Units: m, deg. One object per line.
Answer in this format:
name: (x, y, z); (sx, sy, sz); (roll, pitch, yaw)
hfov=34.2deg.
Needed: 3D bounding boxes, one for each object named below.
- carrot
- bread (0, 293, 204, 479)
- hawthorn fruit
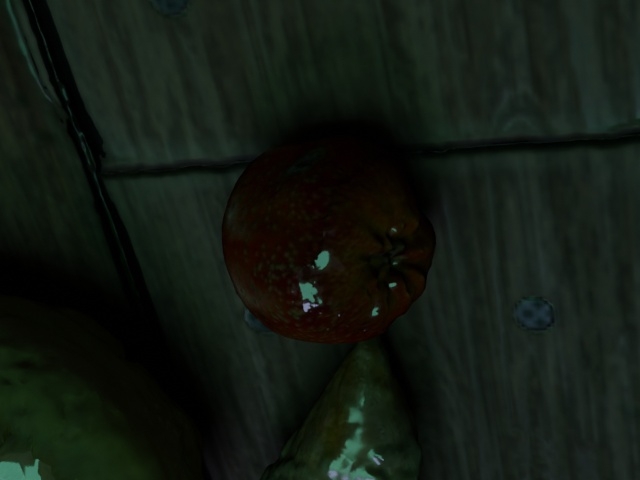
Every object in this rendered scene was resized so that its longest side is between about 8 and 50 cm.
carrot: (0.014, 0.158, 0.536); (0.102, 0.102, 0.263); (12, 119, 11)
bread: (-0.171, 0.122, 0.539); (0.244, 0.134, 0.244); (7, 122, 11)
hawthorn fruit: (0.000, 0.000, 0.434); (0.093, 0.093, 0.093); (9, 125, 13)
